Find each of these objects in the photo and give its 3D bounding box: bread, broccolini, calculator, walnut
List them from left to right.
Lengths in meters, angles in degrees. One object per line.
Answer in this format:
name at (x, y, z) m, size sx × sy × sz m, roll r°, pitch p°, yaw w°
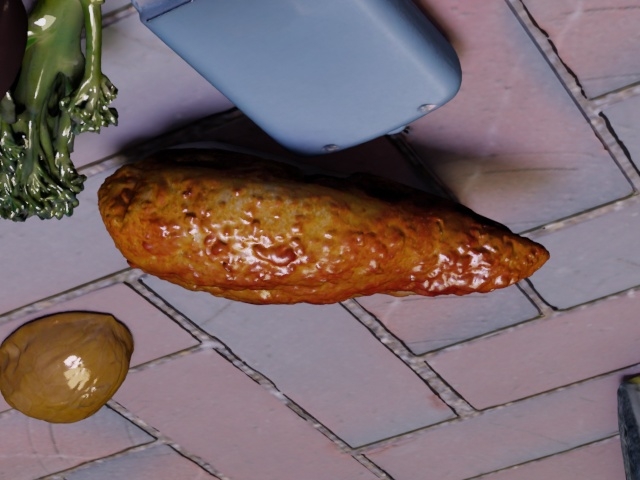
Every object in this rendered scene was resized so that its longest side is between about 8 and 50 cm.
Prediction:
walnut at (-0.184, 0.100, 1.167) m, size 0.091 × 0.052 × 0.121 m, roll 20°, pitch 137°, yaw -28°
broccolini at (-0.102, -0.132, 0.796) m, size 0.074 × 0.078 × 0.392 m, roll 25°, pitch 141°, yaw -10°
calculator at (-0.010, -0.111, 0.882) m, size 0.121 × 0.039 × 0.210 m, roll -20°, pitch 144°, yaw 26°
bread at (0.000, 0.001, 0.979) m, size 0.269 × 0.095 × 0.139 m, roll 13°, pitch -176°, yaw -21°

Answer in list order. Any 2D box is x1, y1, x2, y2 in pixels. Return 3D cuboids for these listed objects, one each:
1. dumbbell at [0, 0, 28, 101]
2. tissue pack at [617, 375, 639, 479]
dumbbell at (-0.230, -0.141, 0.719) m, size 0.124 × 0.140 × 0.225 m, roll -43°, pitch 146°, yaw -12°
tissue pack at (0.297, 0.250, 1.291) m, size 0.081 × 0.185 × 0.257 m, roll -14°, pitch 134°, yaw 4°
